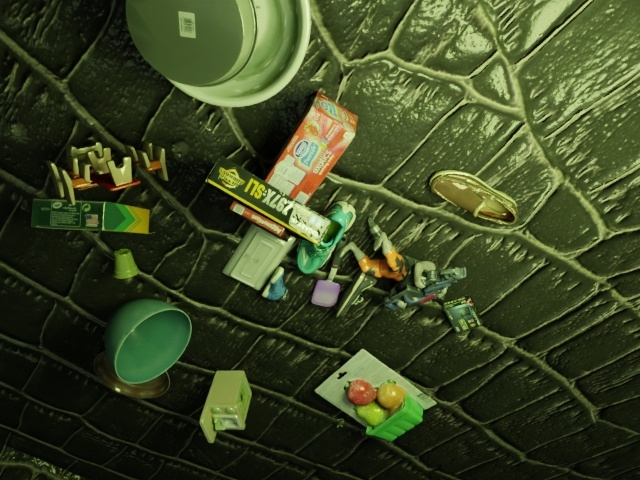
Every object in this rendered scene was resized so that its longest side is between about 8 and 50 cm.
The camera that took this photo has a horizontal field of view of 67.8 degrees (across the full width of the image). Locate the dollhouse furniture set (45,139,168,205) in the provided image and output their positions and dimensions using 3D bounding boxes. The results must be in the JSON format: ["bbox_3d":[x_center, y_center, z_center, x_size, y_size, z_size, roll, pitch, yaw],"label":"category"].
[{"bbox_3d":[-0.582,-0.178,1.284,0.259,0.262,0.135,24,125,39],"label":"dollhouse furniture set"}]

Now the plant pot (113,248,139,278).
[{"bbox_3d":[-0.649,0.072,1.579,0.083,0.083,0.079,3,114,5],"label":"plant pot"}]

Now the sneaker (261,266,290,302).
[{"bbox_3d":[-0.130,0.153,1.574,0.084,0.058,0.152,28,129,-6],"label":"sneaker"}]

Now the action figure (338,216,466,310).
[{"bbox_3d":[0.268,0.070,1.401,0.330,0.179,0.341,32,144,-22],"label":"action figure"}]

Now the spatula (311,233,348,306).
[{"bbox_3d":[0.042,0.098,1.532,0.084,0.030,0.297,13,126,-4],"label":"spatula"}]

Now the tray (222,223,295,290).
[{"bbox_3d":[-0.204,0.058,1.534,0.145,0.030,0.270,29,125,-13],"label":"tray"}]

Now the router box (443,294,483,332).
[{"bbox_3d":[0.472,0.244,1.579,0.092,0.038,0.122,-21,121,22],"label":"router box"}]

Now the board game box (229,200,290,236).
[{"bbox_3d":[-0.158,-0.046,1.309,0.145,0.281,0.027,29,87,1],"label":"board game box"}]

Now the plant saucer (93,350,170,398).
[{"bbox_3d":[-0.759,0.530,1.942,0.310,0.050,0.311,4,127,5],"label":"plant saucer"}]

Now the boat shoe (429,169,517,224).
[{"bbox_3d":[0.419,-0.113,1.287,0.257,0.095,0.095,18,127,-6],"label":"boat shoe"}]

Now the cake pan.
[{"bbox_3d":[-0.281,-0.465,1.018,0.293,0.054,0.293,3,126,4],"label":"cake pan"}]

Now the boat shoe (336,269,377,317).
[{"bbox_3d":[0.115,0.186,1.561,0.064,0.075,0.206,25,121,-7],"label":"boat shoe"}]

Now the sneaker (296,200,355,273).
[{"bbox_3d":[0.000,0.000,1.410,0.107,0.110,0.275,32,124,-1],"label":"sneaker"}]

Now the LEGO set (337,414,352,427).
[{"bbox_3d":[0.099,0.764,2.027,0.083,0.023,0.054,-30,121,11],"label":"LEGO set"}]

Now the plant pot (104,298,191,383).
[{"bbox_3d":[-0.627,0.317,1.658,0.195,0.290,0.290,30,134,31],"label":"plant pot"}]

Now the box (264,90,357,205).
[{"bbox_3d":[-0.026,-0.234,1.236,0.128,0.123,0.257,29,125,-13],"label":"box"}]

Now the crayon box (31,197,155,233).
[{"bbox_3d":[-0.638,-0.066,1.382,0.202,0.318,0.081,3,89,4],"label":"crayon box"}]

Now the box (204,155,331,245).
[{"bbox_3d":[-0.149,-0.104,1.273,0.321,0.257,0.079,30,86,-16],"label":"box"}]

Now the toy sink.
[{"bbox_3d":[-0.360,0.651,1.865,0.131,0.234,0.153,-3,125,10],"label":"toy sink"}]

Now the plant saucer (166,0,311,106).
[{"bbox_3d":[-0.215,-0.509,1.072,0.400,0.101,0.401,4,127,5],"label":"plant saucer"}]

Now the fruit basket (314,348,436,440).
[{"bbox_3d":[0.206,0.589,1.826,0.353,0.165,0.327,39,123,-2],"label":"fruit basket"}]
